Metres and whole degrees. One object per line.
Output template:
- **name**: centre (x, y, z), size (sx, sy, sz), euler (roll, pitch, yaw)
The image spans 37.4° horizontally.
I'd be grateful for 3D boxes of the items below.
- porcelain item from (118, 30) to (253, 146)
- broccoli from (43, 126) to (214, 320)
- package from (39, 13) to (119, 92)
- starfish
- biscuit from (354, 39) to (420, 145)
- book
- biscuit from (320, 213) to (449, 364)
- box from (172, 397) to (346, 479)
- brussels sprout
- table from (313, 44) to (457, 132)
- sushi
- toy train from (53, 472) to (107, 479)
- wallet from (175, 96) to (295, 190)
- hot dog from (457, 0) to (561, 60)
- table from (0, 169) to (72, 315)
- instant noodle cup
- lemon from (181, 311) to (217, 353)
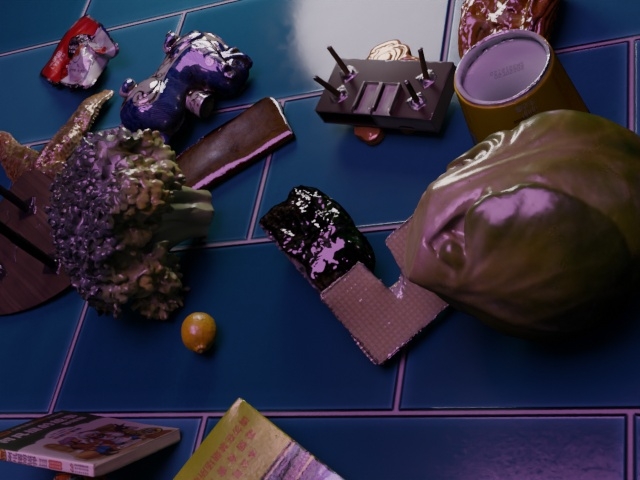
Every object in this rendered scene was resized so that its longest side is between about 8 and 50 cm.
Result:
- **porcelain item**: centre (-0.277, -0.301, 1.935), size (0.186, 0.138, 0.288), euler (28, 69, 22)
- **broccoli**: centre (-0.335, -0.047, 1.692), size (0.293, 0.281, 0.348), euler (43, 125, 50)
- **package**: centre (-0.561, -0.434, 2.228), size (0.194, 0.071, 0.269), euler (-46, 35, -10)
- **starfish**: centre (-0.564, -0.191, 2.045), size (0.324, 0.082, 0.432), euler (-38, 45, 5)
- **biscuit**: centre (0.127, -0.282, 1.746), size (0.144, 0.040, 0.236), euler (-12, 55, 15)
- **book**: centre (-0.390, 0.321, 1.510), size (0.264, 0.202, 0.027), euler (1, 97, 31)
- **biscuit**: centre (0.131, 0.059, 1.441), size (0.250, 0.046, 0.147), euler (-43, 85, -3)
- **box**: centre (-0.054, 0.386, 1.336), size (0.335, 0.047, 0.187), euler (31, 76, 33)
- **brussels sprout**: centre (0.287, -0.010, 1.274), size (0.355, 0.289, 0.281), euler (-2, 61, -5)
- **table**: centre (0.103, -0.277, 1.660), size (0.240, 0.111, 0.121), euler (9, 67, 33)
- **sushi**: centre (0.000, 0.000, 1.551), size (0.127, 0.124, 0.225), euler (-42, 46, -1)
- **toy train**: centre (-0.378, 0.427, 1.438), size (0.188, 0.099, 0.072), euler (-62, 36, 29)
- **wallet**: centre (-0.176, -0.182, 1.846), size (0.255, 0.031, 0.137), euler (-30, 48, 7)
- **hot dog**: centre (0.330, -0.377, 1.641), size (0.175, 0.114, 0.259), euler (0, 58, 31)
- **table**: centre (-0.657, -0.009, 1.812), size (0.317, 0.249, 0.317), euler (-10, 67, 24)
- **instant noodle cup**: centre (0.309, -0.187, 1.437), size (0.215, 0.236, 0.215), euler (-17, 51, 22)
- **lemon**: centre (-0.205, 0.157, 1.597), size (0.062, 0.062, 0.083), euler (-26, 47, 11)
